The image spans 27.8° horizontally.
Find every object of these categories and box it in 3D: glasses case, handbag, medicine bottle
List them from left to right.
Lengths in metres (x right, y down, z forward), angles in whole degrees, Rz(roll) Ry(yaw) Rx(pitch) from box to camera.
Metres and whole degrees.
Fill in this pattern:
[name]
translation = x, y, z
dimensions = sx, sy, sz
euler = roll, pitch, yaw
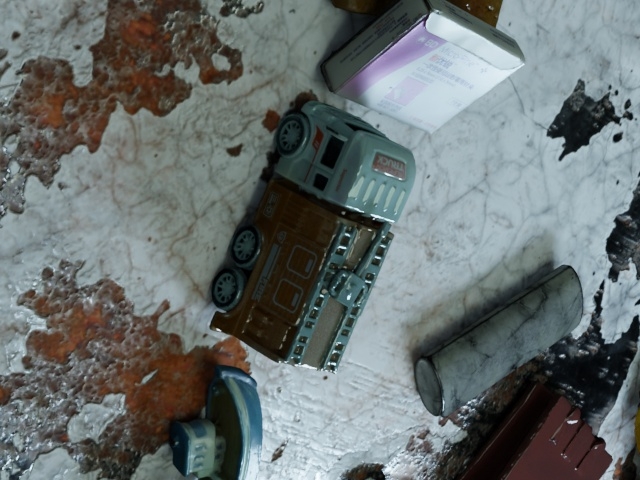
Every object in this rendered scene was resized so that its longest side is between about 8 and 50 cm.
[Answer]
[medicine bottle]
translation = 0.126, -0.217, 1.571
dimensions = 0.171, 0.052, 0.201
euler = -35, 146, 30
[glasses case]
translation = 0.269, 0.145, 1.926
dimensions = 0.299, 0.060, 0.114
euler = -30, 128, -27
[handbag]
translation = 0.341, 0.392, 2.095
dimensions = 0.275, 0.084, 0.260
euler = -53, 134, -8

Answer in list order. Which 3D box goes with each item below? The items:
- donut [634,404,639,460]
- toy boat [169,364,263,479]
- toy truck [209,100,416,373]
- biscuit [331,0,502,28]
[donut]
translation = 0.664, 0.338, 2.269
dimensions = 0.253, 0.118, 0.254
euler = 7, 75, -28
[toy boat]
translation = -0.132, 0.252, 1.612
dimensions = 0.102, 0.088, 0.215
euler = -6, 116, -35
[toy truck]
translation = 0.000, 0.000, 1.549
dimensions = 0.136, 0.162, 0.305
euler = 16, 99, -44
[biscuit]
translation = 0.139, -0.323, 1.594
dimensions = 0.278, 0.043, 0.301
euler = -43, 134, -15
